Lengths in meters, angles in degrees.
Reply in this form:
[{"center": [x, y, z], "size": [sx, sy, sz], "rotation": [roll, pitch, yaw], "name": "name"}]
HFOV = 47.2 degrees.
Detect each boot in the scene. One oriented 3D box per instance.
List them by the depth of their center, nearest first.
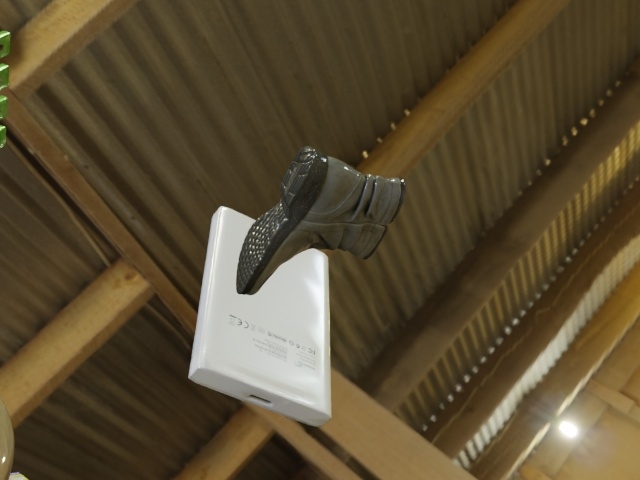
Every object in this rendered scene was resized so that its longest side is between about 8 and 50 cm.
[{"center": [0.000, 0.000, 0.975], "size": [0.161, 0.083, 0.246], "rotation": [20, -58, -25], "name": "boot"}]

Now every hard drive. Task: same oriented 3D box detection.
[{"center": [-0.089, 0.116, 1.218], "size": [0.233, 0.353, 0.047], "rotation": [26, -52, -23], "name": "hard drive"}]

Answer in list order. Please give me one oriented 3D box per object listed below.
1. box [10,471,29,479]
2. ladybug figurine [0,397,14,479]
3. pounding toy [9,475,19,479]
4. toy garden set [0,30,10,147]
[{"center": [-0.658, 0.578, 1.619], "size": [0.043, 0.179, 0.105], "rotation": [-65, -26, 1], "name": "box"}, {"center": [-0.501, 0.235, 0.635], "size": [0.449, 0.162, 0.305], "rotation": [-8, -77, -28], "name": "ladybug figurine"}, {"center": [-0.479, 0.475, 1.166], "size": [0.155, 0.269, 0.154], "rotation": [-50, -41, -39], "name": "pounding toy"}, {"center": [-0.648, -0.243, 1.324], "size": [0.204, 0.049, 0.244], "rotation": [-63, -6, -55], "name": "toy garden set"}]
